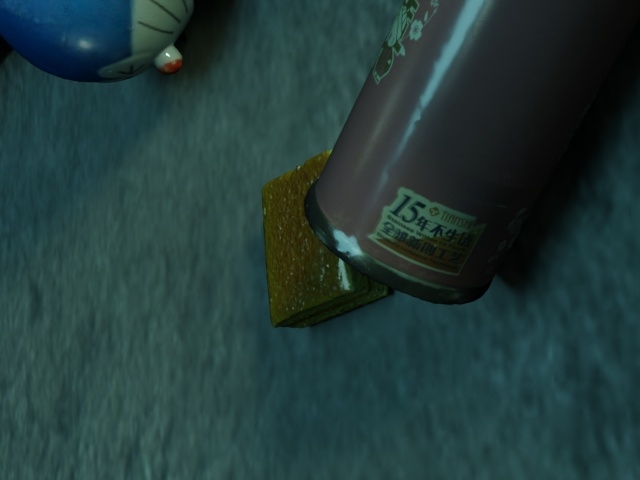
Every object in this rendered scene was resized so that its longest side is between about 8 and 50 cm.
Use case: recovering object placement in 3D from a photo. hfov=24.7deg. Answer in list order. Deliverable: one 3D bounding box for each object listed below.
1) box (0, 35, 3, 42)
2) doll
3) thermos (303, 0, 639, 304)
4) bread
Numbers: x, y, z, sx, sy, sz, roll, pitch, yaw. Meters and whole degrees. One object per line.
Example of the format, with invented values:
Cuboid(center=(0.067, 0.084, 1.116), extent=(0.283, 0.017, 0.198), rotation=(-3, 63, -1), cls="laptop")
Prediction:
Cuboid(center=(-0.396, -0.296, 1.303), extent=(0.345, 0.204, 0.251), rotation=(-39, 59, 52), cls="box")
Cuboid(center=(-0.143, -0.236, 1.058), extent=(0.215, 0.161, 0.257), rotation=(0, 68, 67), cls="doll")
Cuboid(center=(0.113, -0.134, 0.719), extent=(0.109, 0.136, 0.330), rotation=(36, 118, 20), cls="thermos")
Cuboid(center=(0.000, 0.000, 0.900), extent=(0.090, 0.035, 0.094), rotation=(-24, 66, 51), cls="bread")
